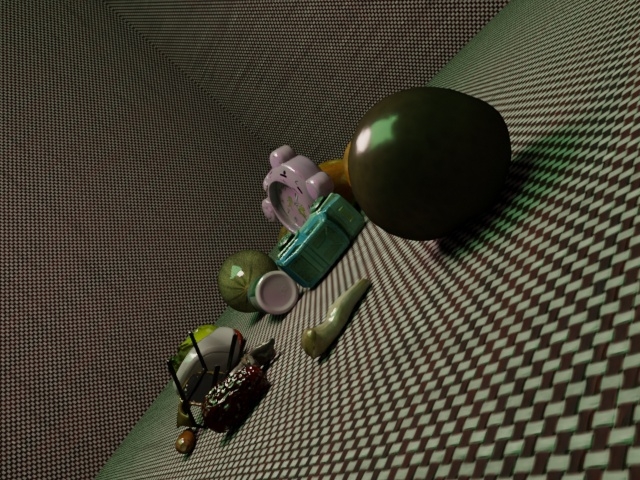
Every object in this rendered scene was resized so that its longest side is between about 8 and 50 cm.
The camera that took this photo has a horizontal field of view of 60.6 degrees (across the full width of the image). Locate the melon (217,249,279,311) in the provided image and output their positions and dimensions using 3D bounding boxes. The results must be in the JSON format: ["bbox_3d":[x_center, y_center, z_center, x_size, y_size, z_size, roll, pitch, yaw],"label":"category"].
[{"bbox_3d":[-0.269,0.152,2.068,0.237,0.237,0.301,-49,11,-1],"label":"melon"}]

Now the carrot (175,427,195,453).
[{"bbox_3d":[-0.355,0.523,1.457,0.048,0.048,0.216,-50,3,-11],"label":"carrot"}]

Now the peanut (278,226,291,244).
[{"bbox_3d":[-0.080,-0.020,2.198,0.159,0.143,0.291,-61,12,-11],"label":"peanut"}]

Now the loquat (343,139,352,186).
[{"bbox_3d":[0.175,-0.246,1.662,0.238,0.193,0.238,-44,-17,-17],"label":"loquat"}]

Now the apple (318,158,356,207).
[{"bbox_3d":[0.062,-0.168,1.973,0.226,0.246,0.246,-31,6,-5],"label":"apple"}]

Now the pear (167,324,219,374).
[{"bbox_3d":[-0.434,0.403,2.087,0.238,0.164,0.255,-48,6,26],"label":"pear"}]

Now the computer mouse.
[{"bbox_3d":[-0.332,0.378,1.676,0.184,0.121,0.297,-58,-4,11],"label":"computer mouse"}]

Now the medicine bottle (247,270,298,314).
[{"bbox_3d":[-0.160,0.169,1.748,0.133,0.133,0.274,-51,7,-14],"label":"medicine bottle"}]

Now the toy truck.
[{"bbox_3d":[0.000,0.000,1.608,0.279,0.155,0.156,-50,16,-7],"label":"toy truck"}]

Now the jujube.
[{"bbox_3d":[-0.191,0.340,1.199,0.166,0.104,0.104,-46,6,-13],"label":"jujube"}]

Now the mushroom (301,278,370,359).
[{"bbox_3d":[0.032,0.142,1.062,0.202,0.054,0.059,-47,10,-30],"label":"mushroom"}]

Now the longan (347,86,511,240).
[{"bbox_3d":[0.171,-0.122,0.887,0.258,0.258,0.258,-48,7,8],"label":"longan"}]

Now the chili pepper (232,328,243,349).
[{"bbox_3d":[-0.304,0.353,1.931,0.272,0.063,0.071,-170,91,-74],"label":"chili pepper"}]

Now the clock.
[{"bbox_3d":[-0.069,-0.136,1.822,0.113,0.295,0.322,-36,-29,-29],"label":"clock"}]

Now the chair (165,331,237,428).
[{"bbox_3d":[-0.312,0.389,1.466,0.159,0.172,0.247,-67,-24,-67],"label":"chair"}]

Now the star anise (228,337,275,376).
[{"bbox_3d":[-0.168,0.309,1.356,0.195,0.065,0.182,-51,1,22],"label":"star anise"}]
